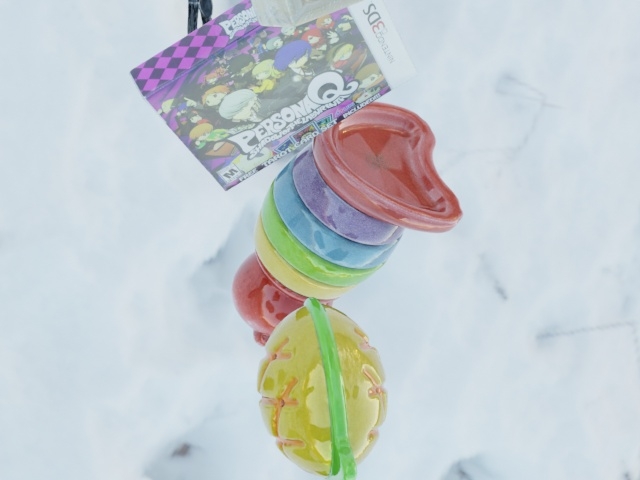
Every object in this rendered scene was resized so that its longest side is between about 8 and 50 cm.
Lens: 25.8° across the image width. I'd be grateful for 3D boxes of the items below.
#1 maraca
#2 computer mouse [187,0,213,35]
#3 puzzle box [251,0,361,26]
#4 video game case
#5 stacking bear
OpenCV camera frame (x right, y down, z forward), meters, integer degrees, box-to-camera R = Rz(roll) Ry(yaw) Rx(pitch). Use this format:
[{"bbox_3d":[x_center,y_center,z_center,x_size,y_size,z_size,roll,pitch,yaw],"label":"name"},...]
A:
[{"bbox_3d":[0.005,0.132,1.062,0.099,0.185,0.127,-7,150,-7],"label":"maraca"},{"bbox_3d":[-0.113,-0.195,1.581,0.242,0.041,0.071,81,19,-44],"label":"computer mouse"},{"bbox_3d":[0.108,-0.318,0.793,0.409,0.052,0.272,-25,109,-19],"label":"puzzle box"},{"bbox_3d":[-0.036,-0.158,1.314,0.232,0.042,0.210,-31,152,3],"label":"video game case"},{"bbox_3d":[0.000,0.000,1.546,0.164,0.175,0.289,11,134,-30],"label":"stacking bear"}]
